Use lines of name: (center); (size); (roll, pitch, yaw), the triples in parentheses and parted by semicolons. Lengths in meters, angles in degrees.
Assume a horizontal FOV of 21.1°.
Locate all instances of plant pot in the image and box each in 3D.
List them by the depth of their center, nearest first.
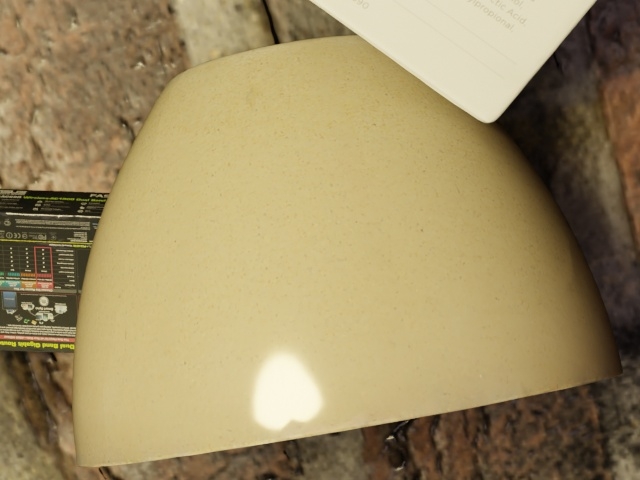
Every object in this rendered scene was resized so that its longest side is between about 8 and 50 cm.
plant pot: (0.000, 0.000, 0.893); (0.284, 0.284, 0.191); (-10, 87, 8)

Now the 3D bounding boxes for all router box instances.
router box: (-0.139, 0.019, 1.014); (0.122, 0.038, 0.092); (3, 114, 3)

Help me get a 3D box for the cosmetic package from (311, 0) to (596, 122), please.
cosmetic package: (0.079, -0.190, 0.842); (0.151, 0.151, 0.184); (35, 113, -12)
